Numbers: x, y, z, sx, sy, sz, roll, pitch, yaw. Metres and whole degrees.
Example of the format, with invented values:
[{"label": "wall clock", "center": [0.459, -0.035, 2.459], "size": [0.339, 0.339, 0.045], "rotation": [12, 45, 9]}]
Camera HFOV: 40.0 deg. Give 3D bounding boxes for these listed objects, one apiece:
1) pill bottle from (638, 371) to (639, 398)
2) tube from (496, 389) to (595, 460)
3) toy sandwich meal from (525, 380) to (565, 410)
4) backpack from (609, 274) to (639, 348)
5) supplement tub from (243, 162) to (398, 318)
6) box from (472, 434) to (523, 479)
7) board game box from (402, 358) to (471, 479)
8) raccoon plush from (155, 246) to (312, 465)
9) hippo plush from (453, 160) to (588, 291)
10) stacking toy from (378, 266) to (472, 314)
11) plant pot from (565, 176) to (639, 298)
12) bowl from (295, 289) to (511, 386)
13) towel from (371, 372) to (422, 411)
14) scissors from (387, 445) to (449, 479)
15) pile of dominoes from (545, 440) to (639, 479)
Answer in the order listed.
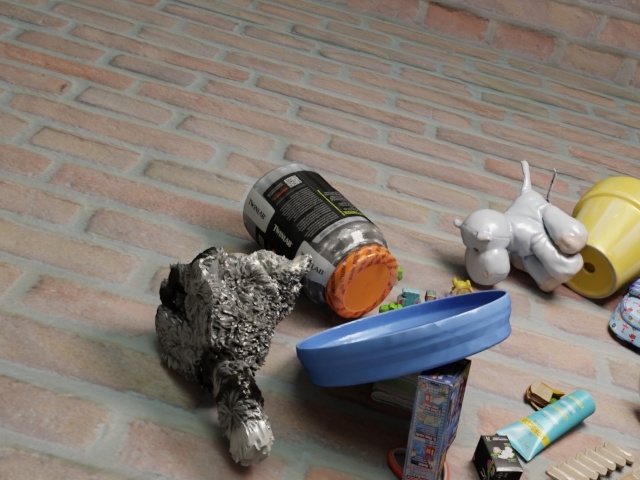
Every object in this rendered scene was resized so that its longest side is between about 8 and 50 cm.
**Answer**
[{"label": "pill bottle", "center": [0.850, 0.292, 1.735], "size": [0.407, 0.229, 0.229], "rotation": [3, 34, -18]}, {"label": "tube", "center": [0.430, 0.344, 1.653], "size": [0.207, 0.052, 0.080], "rotation": [-21, 40, -30]}, {"label": "toy sandwich meal", "center": [0.445, 0.308, 1.728], "size": [0.085, 0.029, 0.086], "rotation": [11, 32, -7]}, {"label": "backpack", "center": [0.746, 0.171, 1.990], "size": [0.158, 0.117, 0.173], "rotation": [32, 38, 26]}, {"label": "supplement tub", "center": [0.000, 0.000, 1.857], "size": [0.207, 0.207, 0.338], "rotation": [-10, 39, -35]}, {"label": "box", "center": [0.304, 0.386, 1.516], "size": [0.052, 0.062, 0.083], "rotation": [4, 34, -14]}, {"label": "board game box", "center": [0.193, 0.305, 1.477], "size": [0.060, 0.194, 0.194], "rotation": [14, 8, 18]}, {"label": "raccoon plush", "center": [-0.109, 0.197, 1.596], "size": [0.299, 0.216, 0.447], "rotation": [3, 57, -40]}, {"label": "hippo plush", "center": [0.450, -0.005, 2.013], "size": [0.236, 0.294, 0.234], "rotation": [-12, 18, -24]}, {"label": "stacking toy", "center": [0.229, 0.133, 1.900], "size": [0.221, 0.052, 0.167], "rotation": [11, 30, -3]}, {"label": "plant pot", "center": [0.696, 0.011, 2.119], "size": [0.254, 0.254, 0.239], "rotation": [32, 51, 26]}, {"label": "bowl", "center": [0.151, 0.174, 1.566], "size": [0.390, 0.077, 0.391], "rotation": [-14, 0, 0]}, {"label": "towel", "center": [0.160, 0.265, 1.683], "size": [0.113, 0.023, 0.152], "rotation": [17, 32, 2]}, {"label": "scissors", "center": [0.166, 0.437, 1.417], "size": [0.108, 0.021, 0.297], "rotation": [13, 30, -7]}, {"label": "pile of dominoes", "center": [0.526, 0.451, 1.554], "size": [0.251, 0.040, 0.196], "rotation": [-6, 36, -43]}]
